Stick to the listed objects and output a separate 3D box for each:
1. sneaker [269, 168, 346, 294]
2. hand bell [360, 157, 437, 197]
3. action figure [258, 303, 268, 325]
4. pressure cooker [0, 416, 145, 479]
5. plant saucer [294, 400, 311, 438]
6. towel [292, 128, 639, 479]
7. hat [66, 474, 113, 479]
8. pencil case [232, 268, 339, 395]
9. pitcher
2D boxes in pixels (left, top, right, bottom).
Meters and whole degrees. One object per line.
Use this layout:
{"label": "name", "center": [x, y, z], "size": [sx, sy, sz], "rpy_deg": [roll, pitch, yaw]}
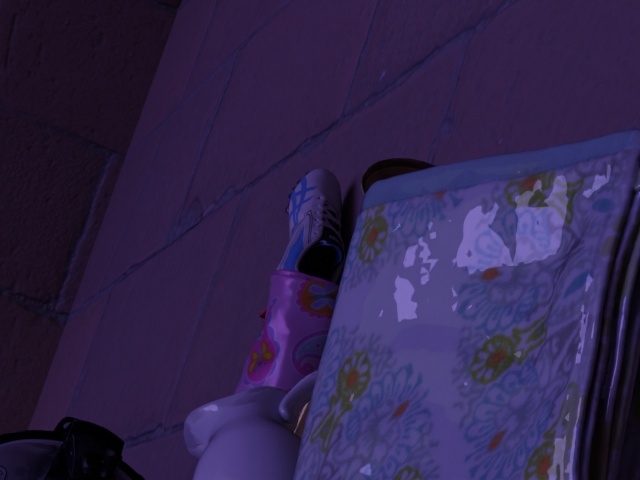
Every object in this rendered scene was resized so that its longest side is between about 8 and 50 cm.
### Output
{"label": "sneaker", "center": [0.000, 0.000, 2.237], "size": [0.086, 0.085, 0.237], "rpy_deg": [-23, 35, 31]}
{"label": "hand bell", "center": [0.070, 0.048, 1.914], "size": [0.126, 0.126, 0.242], "rpy_deg": [-88, 13, -52]}
{"label": "action figure", "center": [-0.035, 0.060, 2.341], "size": [0.115, 0.030, 0.038], "rpy_deg": [-56, 23, 19]}
{"label": "pressure cooker", "center": [-0.374, 0.437, 2.334], "size": [0.420, 0.375, 0.370], "rpy_deg": [-47, 64, 51]}
{"label": "plant saucer", "center": [0.025, 0.264, 1.749], "size": [0.333, 0.081, 0.333], "rpy_deg": [-66, 16, 6]}
{"label": "towel", "center": [0.125, 0.085, 1.476], "size": [0.374, 0.090, 0.321], "rpy_deg": [-11, 56, 52]}
{"label": "hat", "center": [-0.235, 0.413, 2.078], "size": [0.134, 0.331, 0.331], "rpy_deg": [-15, 50, 42]}
{"label": "pencil case", "center": [-0.037, 0.174, 2.032], "size": [0.124, 0.124, 0.284], "rpy_deg": [-30, 39, 66]}
{"label": "pitcher", "center": [-0.037, 0.204, 1.696], "size": [0.177, 0.125, 0.207], "rpy_deg": [-34, 25, 8]}
